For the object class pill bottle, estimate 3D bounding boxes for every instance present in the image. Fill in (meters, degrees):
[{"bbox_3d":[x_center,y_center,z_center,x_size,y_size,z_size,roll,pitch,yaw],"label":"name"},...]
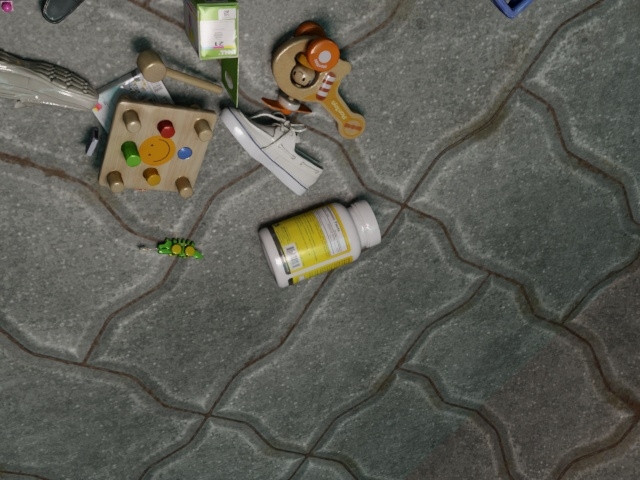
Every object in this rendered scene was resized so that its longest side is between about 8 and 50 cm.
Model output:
[{"bbox_3d":[0.000,0.000,2.178,0.334,0.188,0.188,-20,127,-8],"label":"pill bottle"}]

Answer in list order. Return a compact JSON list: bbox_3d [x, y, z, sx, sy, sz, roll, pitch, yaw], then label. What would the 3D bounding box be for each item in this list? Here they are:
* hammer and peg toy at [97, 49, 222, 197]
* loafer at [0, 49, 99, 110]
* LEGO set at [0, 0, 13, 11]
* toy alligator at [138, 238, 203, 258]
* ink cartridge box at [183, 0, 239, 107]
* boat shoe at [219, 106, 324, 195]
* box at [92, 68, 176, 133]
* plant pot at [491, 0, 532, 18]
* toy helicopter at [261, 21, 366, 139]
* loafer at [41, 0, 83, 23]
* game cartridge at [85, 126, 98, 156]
[{"bbox_3d":[-0.387,-0.272,1.827,0.266,0.127,0.361,3,130,-32],"label":"hammer and peg toy"},{"bbox_3d":[-0.686,-0.360,1.718,0.319,0.112,0.111,16,121,-21],"label":"loafer"},{"bbox_3d":[-0.807,-0.523,1.553,0.287,0.107,0.132,-15,127,-12],"label":"LEGO set"},{"bbox_3d":[-0.426,0.017,2.110,0.190,0.056,0.051,9,77,-25],"label":"toy alligator"},{"bbox_3d":[-0.261,-0.466,1.757,0.097,0.189,0.255,-8,125,-18],"label":"ink cartridge box"},{"bbox_3d":[-0.108,-0.271,1.986,0.156,0.136,0.367,-42,130,9],"label":"boat shoe"},{"bbox_3d":[-0.472,-0.342,1.853,0.186,0.038,0.145,-29,129,-2],"label":"box"},{"bbox_3d":[0.461,-0.743,1.843,0.236,0.212,0.236,-44,128,10],"label":"plant pot"},{"bbox_3d":[-0.004,-0.384,1.954,0.235,0.140,0.355,-38,130,9],"label":"toy helicopter"},{"bbox_3d":[-0.547,-0.575,1.639,0.076,0.078,0.223,35,105,-35],"label":"loafer"},{"bbox_3d":[-0.575,-0.246,1.848,0.017,0.083,0.056,25,111,-28],"label":"game cartridge"}]
